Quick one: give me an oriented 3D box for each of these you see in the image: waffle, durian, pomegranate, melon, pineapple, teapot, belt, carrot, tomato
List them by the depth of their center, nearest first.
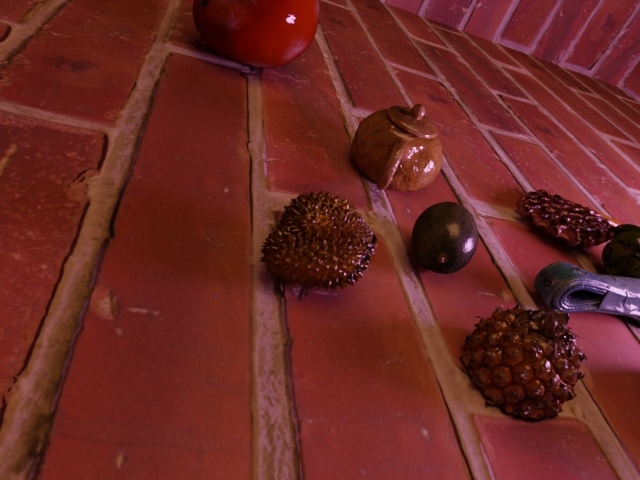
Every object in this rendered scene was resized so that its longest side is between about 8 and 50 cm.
[{"bbox_3d":[0.306,0.150,0.666,0.176,0.136,0.161,8,39,-19],"label":"pineapple"},{"bbox_3d":[0.000,0.000,0.694,0.168,0.137,0.158,9,59,-5],"label":"durian"},{"bbox_3d":[0.219,-0.004,0.830,0.114,0.114,0.167,25,34,1],"label":"melon"},{"bbox_3d":[0.547,0.106,0.901,0.303,0.087,0.072,11,26,-18],"label":"belt"},{"bbox_3d":[0.177,-0.215,1.020,0.203,0.167,0.311,28,37,4],"label":"teapot"},{"bbox_3d":[0.680,0.036,1.042,0.122,0.122,0.161,24,10,0],"label":"pomegranate"},{"bbox_3d":[0.580,-0.052,1.127,0.221,0.055,0.234,31,32,23],"label":"waffle"},{"bbox_3d":[-0.157,-0.600,1.223,0.322,0.321,0.321,15,38,-12],"label":"tomato"},{"bbox_3d":[0.768,-0.041,1.240,0.190,0.037,0.037,22,37,-5],"label":"carrot"}]

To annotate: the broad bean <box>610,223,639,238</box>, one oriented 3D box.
[{"bbox_3d":[0.782,0.050,1.077,0.292,0.049,0.144,50,2,32],"label":"broad bean"}]
